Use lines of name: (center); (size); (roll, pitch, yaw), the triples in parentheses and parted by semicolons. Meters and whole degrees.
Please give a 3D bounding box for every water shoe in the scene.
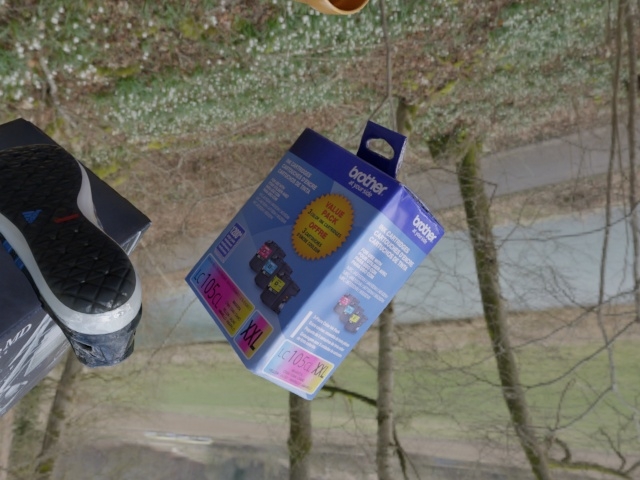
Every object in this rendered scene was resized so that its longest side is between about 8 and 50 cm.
water shoe: (-0.191, 0.006, 0.401); (0.073, 0.203, 0.080); (-16, 137, -31)

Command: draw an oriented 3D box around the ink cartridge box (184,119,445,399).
ink cartridge box: (0.000, 0.000, 0.884); (0.151, 0.395, 0.270); (40, 179, -43)

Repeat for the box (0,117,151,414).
box: (-0.589, 0.126, 0.863); (0.297, 0.480, 0.472); (38, 121, -4)

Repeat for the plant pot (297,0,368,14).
plant pot: (-0.017, -0.551, 1.093); (0.188, 0.205, 0.205); (18, 174, 39)
